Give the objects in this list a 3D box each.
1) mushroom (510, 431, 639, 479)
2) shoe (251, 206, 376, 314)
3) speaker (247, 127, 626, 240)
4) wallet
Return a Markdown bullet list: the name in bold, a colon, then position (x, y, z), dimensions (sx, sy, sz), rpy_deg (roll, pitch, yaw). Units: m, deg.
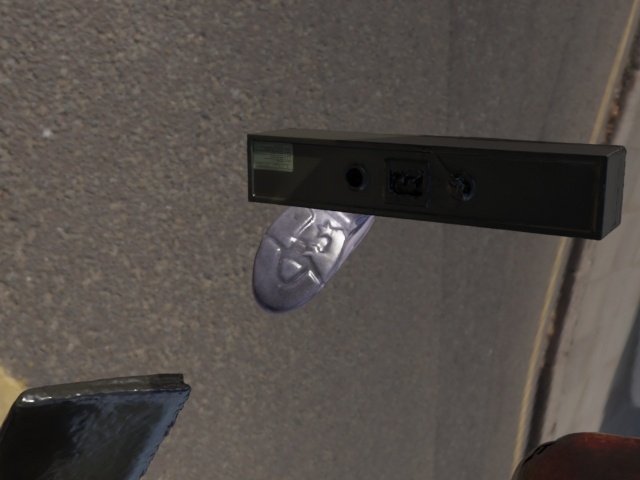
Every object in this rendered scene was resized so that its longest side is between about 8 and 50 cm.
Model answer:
- **mushroom**: position (0.252, 0.178, 0.527), dimensions (0.217, 0.227, 0.148), rpy_deg (-3, 94, -41)
- **shoe**: position (0.000, 0.000, 1.043), dimensions (0.245, 0.095, 0.138), rpy_deg (-50, 169, -21)
- **speaker**: position (0.052, -0.033, 0.431), dimensions (0.046, 0.191, 0.040), rpy_deg (-20, 114, -58)
- **wallet**: position (-0.187, 0.180, 0.584), dimensions (0.124, 0.025, 0.244), rpy_deg (0, 133, -42)
